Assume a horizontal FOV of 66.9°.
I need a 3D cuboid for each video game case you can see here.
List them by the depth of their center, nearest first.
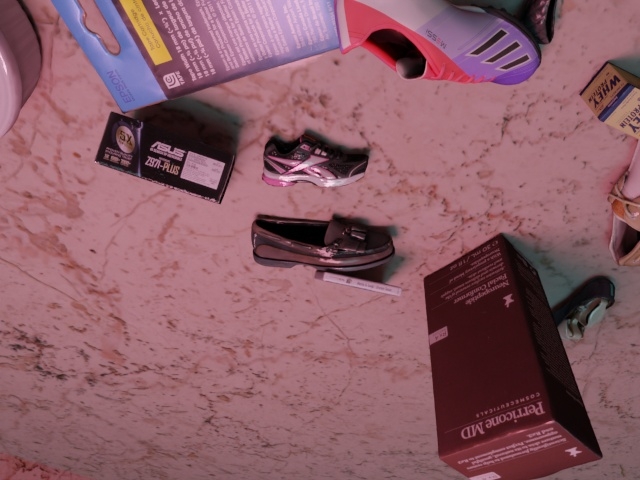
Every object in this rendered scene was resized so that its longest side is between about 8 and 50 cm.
[{"bbox_3d":[0.066,0.081,0.928,0.143,0.019,0.157,12,176,-6],"label":"video game case"}]

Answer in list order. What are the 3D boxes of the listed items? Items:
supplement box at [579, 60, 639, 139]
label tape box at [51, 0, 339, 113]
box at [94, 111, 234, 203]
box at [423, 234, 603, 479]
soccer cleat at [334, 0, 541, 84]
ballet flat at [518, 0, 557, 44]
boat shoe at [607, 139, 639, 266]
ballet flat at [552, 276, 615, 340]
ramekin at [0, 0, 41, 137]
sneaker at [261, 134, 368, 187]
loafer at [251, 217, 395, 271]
[{"bbox_3d":[0.427,-0.194,0.677,0.083,0.083,0.056,19,130,-12],"label":"supplement box"},{"bbox_3d":[-0.149,-0.324,0.596,0.334,0.106,0.240,-11,130,14],"label":"label tape box"},{"bbox_3d":[-0.229,-0.120,0.749,0.180,0.147,0.077,18,90,-10],"label":"box"},{"bbox_3d":[0.298,0.190,0.830,0.143,0.381,0.191,38,124,-25],"label":"box"},{"bbox_3d":[0.149,-0.234,0.591,0.318,0.116,0.109,11,173,-33],"label":"soccer cleat"},{"bbox_3d":[0.292,-0.324,0.584,0.049,0.057,0.173,34,147,20],"label":"ballet flat"},{"bbox_3d":[0.523,-0.060,0.769,0.103,0.113,0.302,-19,128,13],"label":"boat shoe"},{"bbox_3d":[0.525,0.160,0.992,0.074,0.074,0.203,16,131,-10],"label":"ballet flat"},{"bbox_3d":[-0.525,-0.270,0.663,0.273,0.127,0.272,3,132,3],"label":"ramekin"},{"bbox_3d":[-0.010,-0.132,0.783,0.178,0.072,0.077,-3,121,0],"label":"sneaker"},{"bbox_3d":[0.000,0.000,0.884,0.268,0.096,0.084,-2,124,9],"label":"loafer"}]
